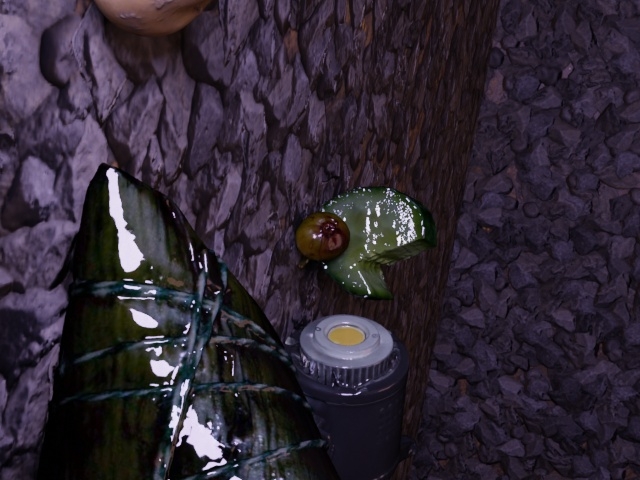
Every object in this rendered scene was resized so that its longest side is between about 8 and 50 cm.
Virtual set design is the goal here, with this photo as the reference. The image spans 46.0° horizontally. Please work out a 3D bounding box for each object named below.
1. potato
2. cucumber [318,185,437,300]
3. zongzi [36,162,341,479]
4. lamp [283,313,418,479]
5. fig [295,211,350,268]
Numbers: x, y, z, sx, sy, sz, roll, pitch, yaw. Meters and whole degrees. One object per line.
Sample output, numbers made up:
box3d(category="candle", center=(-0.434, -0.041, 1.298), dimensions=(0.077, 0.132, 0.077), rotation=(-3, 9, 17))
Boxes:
box3d(category="potato", center=(-0.129, -0.220, 0.585), dimensions=(0.147, 0.112, 0.112), rotation=(15, 87, -78))
box3d(category="cucumber", center=(0.087, -0.006, 1.247), dimensions=(0.130, 0.191, 0.191), rotation=(6, 96, -73))
box3d(category="zongzi", center=(-0.069, 0.183, 0.616), dimensions=(0.319, 0.362, 0.384), rotation=(50, 48, -59))
box3d(category="lamp", center=(0.043, 0.256, 1.234), dimensions=(0.374, 0.205, 0.272), rotation=(-5, 112, -59))
box3d(category="fig", center=(0.000, 0.000, 1.167), dimensions=(0.084, 0.082, 0.098), rotation=(-61, -175, -27))
